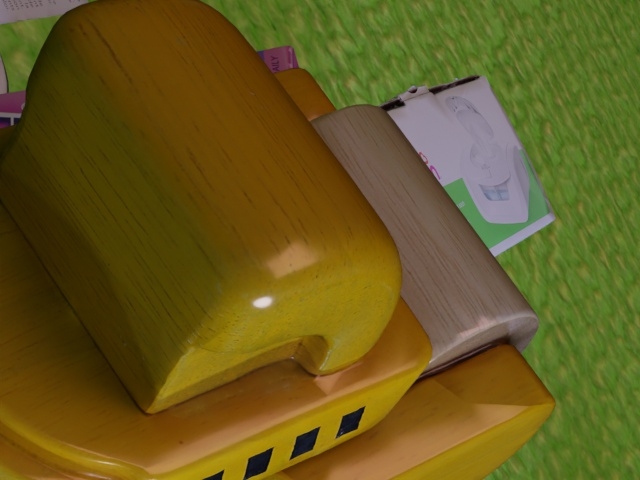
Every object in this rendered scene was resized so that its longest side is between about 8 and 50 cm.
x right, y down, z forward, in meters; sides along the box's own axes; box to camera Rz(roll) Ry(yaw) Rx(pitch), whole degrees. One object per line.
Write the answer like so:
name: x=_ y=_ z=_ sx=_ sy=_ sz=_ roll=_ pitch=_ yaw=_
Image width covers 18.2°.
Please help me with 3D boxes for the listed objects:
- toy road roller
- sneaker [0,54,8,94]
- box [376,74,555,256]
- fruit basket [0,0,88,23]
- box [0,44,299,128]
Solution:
toy road roller: x=-0.033 y=0.013 z=0.815 sx=0.330 sy=0.240 sz=0.202 roll=-20 pitch=67 yaw=-39
sneaker: x=-0.270 y=-0.162 z=1.168 sx=0.132 sy=0.086 sz=0.228 roll=-20 pitch=86 yaw=-61
box: x=0.000 y=0.000 z=1.343 sx=0.126 sy=0.231 sz=0.262 roll=64 pitch=26 yaw=1
fruit basket: x=-0.289 y=-0.248 z=1.067 sx=0.327 sy=0.165 sz=0.353 roll=63 pitch=20 yaw=0
box: x=-0.115 y=0.028 z=1.077 sx=0.117 sy=0.243 sz=0.213 roll=74 pitch=9 yaw=-56
